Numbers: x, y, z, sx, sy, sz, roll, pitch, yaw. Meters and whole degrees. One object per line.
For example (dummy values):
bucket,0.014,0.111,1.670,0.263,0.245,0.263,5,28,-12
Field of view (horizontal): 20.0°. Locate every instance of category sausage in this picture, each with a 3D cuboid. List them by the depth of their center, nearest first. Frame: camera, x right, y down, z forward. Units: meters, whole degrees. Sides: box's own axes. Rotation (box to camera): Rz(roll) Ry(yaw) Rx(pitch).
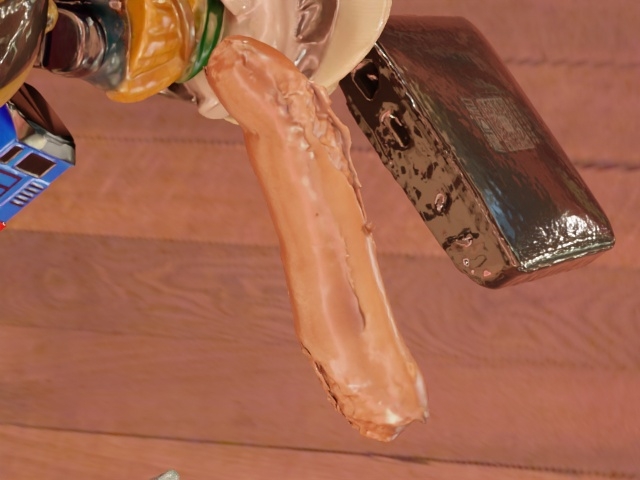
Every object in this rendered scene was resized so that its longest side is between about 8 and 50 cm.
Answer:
sausage,0.000,0.000,1.206,0.078,0.078,0.304,-16,109,8

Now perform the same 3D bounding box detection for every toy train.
toy train,-0.280,-0.071,1.287,0.131,0.204,0.082,-37,67,13

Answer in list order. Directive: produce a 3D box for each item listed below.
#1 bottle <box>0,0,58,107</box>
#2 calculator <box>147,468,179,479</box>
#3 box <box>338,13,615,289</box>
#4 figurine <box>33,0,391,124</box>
bottle,-0.203,-0.199,0.900,0.172,0.351,0.171,5,47,-5
calculator,-0.167,0.206,1.313,0.141,0.094,0.019,-27,93,5
box,0.150,-0.092,1.746,0.073,0.289,0.290,-39,77,27
figurine,-0.113,-0.190,1.506,0.204,0.332,0.185,12,99,55
